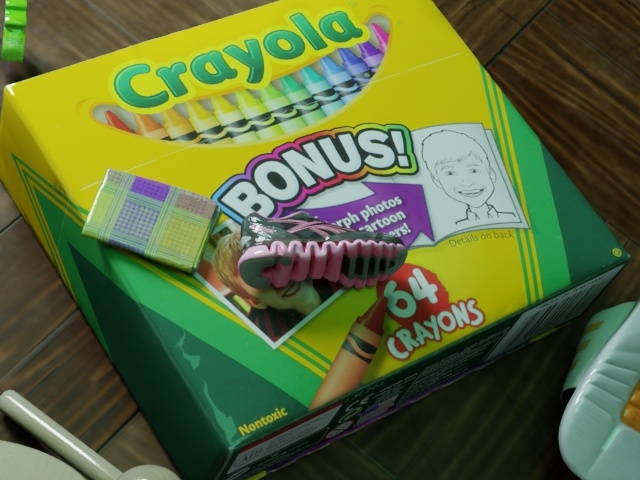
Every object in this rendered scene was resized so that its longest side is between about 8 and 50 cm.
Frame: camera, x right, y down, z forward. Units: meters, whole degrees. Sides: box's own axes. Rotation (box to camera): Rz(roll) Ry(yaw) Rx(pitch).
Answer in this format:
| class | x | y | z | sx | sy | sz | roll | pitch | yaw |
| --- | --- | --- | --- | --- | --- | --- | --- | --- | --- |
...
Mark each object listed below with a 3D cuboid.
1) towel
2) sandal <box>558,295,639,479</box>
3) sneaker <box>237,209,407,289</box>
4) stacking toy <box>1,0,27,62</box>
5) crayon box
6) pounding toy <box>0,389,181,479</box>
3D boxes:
| class | x | y | z | sx | sy | sz | roll | pitch | yaw |
| --- | --- | --- | --- | --- | --- | --- | --- | --- | --- |
| towel | -0.112 | -0.013 | 0.980 | 0.083 | 0.009 | 0.060 | 18 | 57 | -1 |
| sandal | 0.253 | 0.083 | 1.131 | 0.102 | 0.076 | 0.265 | 45 | 63 | -16 |
| sneaker | 0.000 | 0.000 | 0.987 | 0.119 | 0.047 | 0.057 | 1 | 46 | -18 |
| stacking toy | -0.320 | -0.230 | 1.157 | 0.167 | 0.052 | 0.221 | 1 | 59 | -17 |
| crayon box | -0.007 | -0.024 | 1.089 | 0.363 | 0.106 | 0.313 | -23 | 68 | -30 |
| pounding toy | -0.208 | 0.197 | 0.874 | 0.183 | 0.110 | 0.237 | 19 | 23 | 29 |
